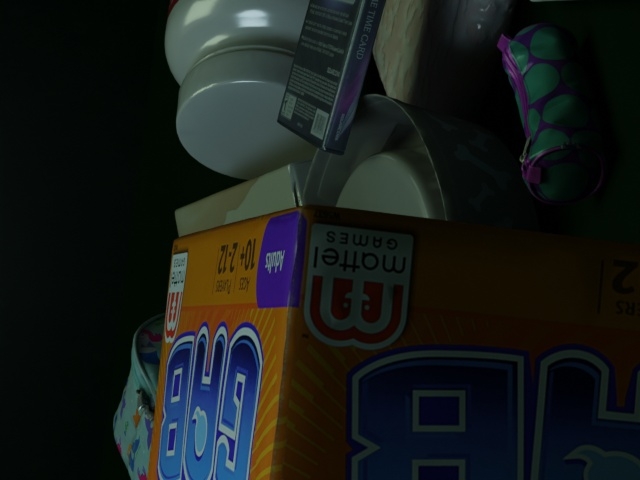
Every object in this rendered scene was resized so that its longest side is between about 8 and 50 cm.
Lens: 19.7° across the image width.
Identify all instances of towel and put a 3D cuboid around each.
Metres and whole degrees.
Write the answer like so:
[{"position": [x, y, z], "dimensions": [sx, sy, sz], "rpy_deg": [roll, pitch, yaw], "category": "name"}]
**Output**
[{"position": [0.131, -0.268, 1.781], "dimensions": [0.317, 0.053, 0.331], "rpy_deg": [-105, 27, -58], "category": "towel"}]

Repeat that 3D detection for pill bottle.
[{"position": [-0.051, -0.277, 2.054], "dimensions": [0.229, 0.229, 0.407], "rpy_deg": [117, 163, -53], "category": "pill bottle"}]

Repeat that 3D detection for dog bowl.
[{"position": [0.084, 0.047, 1.620], "dimensions": [0.349, 0.102, 0.348], "rpy_deg": [180, 90, -67], "category": "dog bowl"}]

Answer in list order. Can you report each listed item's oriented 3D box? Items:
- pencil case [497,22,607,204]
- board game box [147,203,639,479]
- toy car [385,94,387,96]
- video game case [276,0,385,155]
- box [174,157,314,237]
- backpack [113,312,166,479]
[{"position": [0.184, -0.103, 1.463], "dimensions": [0.064, 0.070, 0.151], "rpy_deg": [111, 161, -44], "category": "pencil case"}, {"position": [0.098, 0.183, 1.087], "dimensions": [0.356, 0.357, 0.356], "rpy_deg": [168, 108, -75], "category": "board game box"}, {"position": [0.066, -0.094, 1.956], "dimensions": [0.040, 0.060, 0.122], "rpy_deg": [29, 124, 40], "category": "toy car"}, {"position": [0.024, -0.224, 1.671], "dimensions": [0.196, 0.026, 0.274], "rpy_deg": [-140, 65, -73], "category": "video game case"}, {"position": [-0.024, -0.009, 1.930], "dimensions": [0.311, 0.148, 0.121], "rpy_deg": [-17, 85, 62], "category": "box"}, {"position": [-0.051, 0.151, 1.520], "dimensions": [0.253, 0.225, 0.191], "rpy_deg": [-126, 42, -52], "category": "backpack"}]
